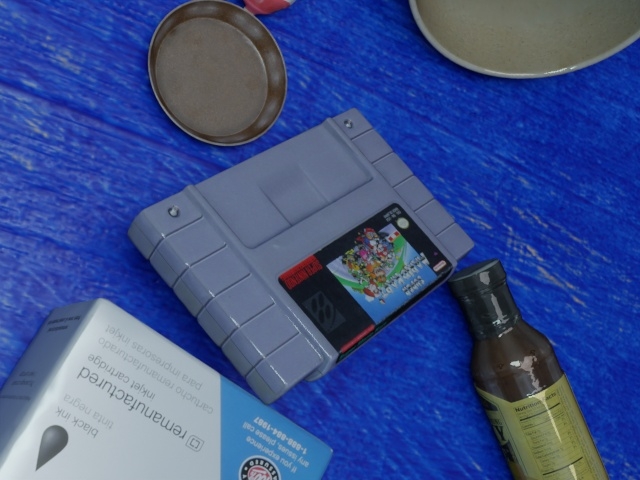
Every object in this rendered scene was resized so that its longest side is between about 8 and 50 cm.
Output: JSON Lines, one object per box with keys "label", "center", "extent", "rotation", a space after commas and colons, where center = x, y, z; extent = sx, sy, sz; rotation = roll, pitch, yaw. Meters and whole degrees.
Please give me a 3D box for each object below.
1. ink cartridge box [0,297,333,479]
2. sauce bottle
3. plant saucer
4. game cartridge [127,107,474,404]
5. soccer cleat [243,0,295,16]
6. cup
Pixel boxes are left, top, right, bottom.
{"label": "ink cartridge box", "center": [-0.211, 0.295, 0.936], "extent": [0.285, 0.166, 0.395], "rotation": [37, 67, -20]}
{"label": "sauce bottle", "center": [0.253, 0.190, 1.252], "extent": [0.111, 0.111, 0.344], "rotation": [-24, 93, -30]}
{"label": "plant saucer", "center": [-0.118, -0.186, 1.146], "extent": [0.168, 0.029, 0.168], "rotation": [5, 81, -29]}
{"label": "game cartridge", "center": [0.000, 0.000, 1.076], "extent": [0.230, 0.068, 0.355], "rotation": [46, 44, 11]}
{"label": "soccer cleat", "center": [-0.106, -0.363, 1.134], "extent": [0.248, 0.095, 0.083], "rotation": [51, 37, -17]}
{"label": "cup", "center": [0.261, -0.400, 1.262], "extent": [0.331, 0.331, 0.237], "rotation": [19, 47, -26]}
